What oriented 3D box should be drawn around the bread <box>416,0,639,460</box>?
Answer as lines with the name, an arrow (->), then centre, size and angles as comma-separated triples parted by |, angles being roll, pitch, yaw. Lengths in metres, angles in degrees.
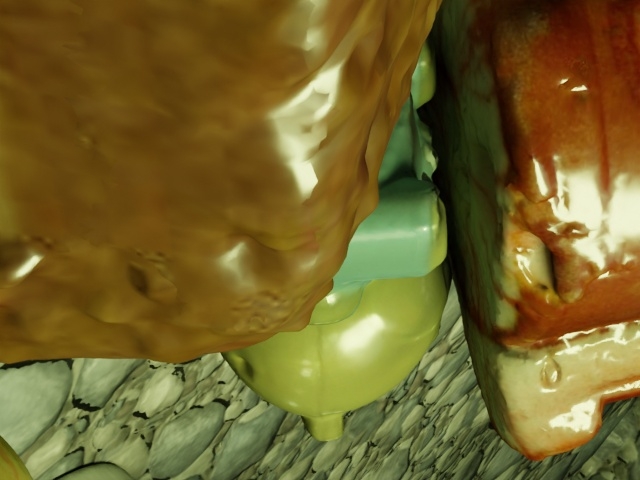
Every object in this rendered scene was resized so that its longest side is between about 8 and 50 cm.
bread -> 0.131, -0.055, 1.174 | 0.114, 0.295, 0.327 | -11, 135, -4

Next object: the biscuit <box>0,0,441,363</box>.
biscuit -> -0.021, -0.183, 0.613 | 0.342, 0.166, 0.395 | 90, 13, -57

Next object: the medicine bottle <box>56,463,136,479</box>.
medicine bottle -> -0.077, 0.339, 1.275 | 0.211, 0.371, 0.211 | -41, 155, -23

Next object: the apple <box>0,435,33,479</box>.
apple -> -0.259, 0.173, 0.894 | 0.261, 0.194, 0.260 | -38, 154, -22

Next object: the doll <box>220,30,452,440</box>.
doll -> 0.000, 0.000, 1.153 | 0.162, 0.177, 0.260 | -4, 150, 1
